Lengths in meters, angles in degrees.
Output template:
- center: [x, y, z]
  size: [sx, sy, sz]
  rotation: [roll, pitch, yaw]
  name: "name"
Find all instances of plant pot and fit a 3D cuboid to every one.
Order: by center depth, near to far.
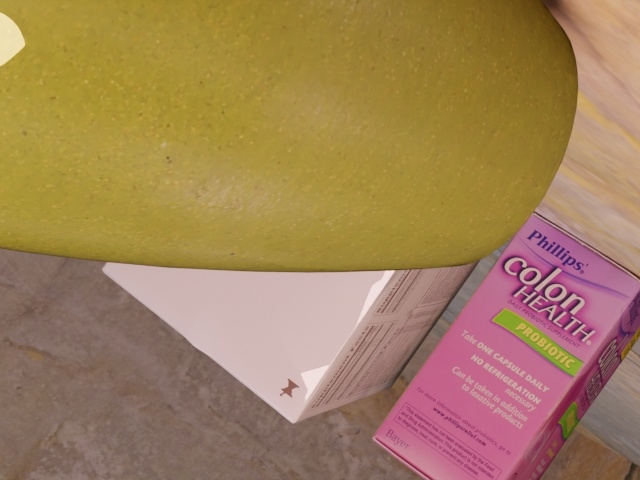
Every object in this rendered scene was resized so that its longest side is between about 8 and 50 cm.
- center: [-0.036, -0.097, 0.625]
  size: [0.293, 0.275, 0.275]
  rotation: [19, -176, -27]
  name: "plant pot"

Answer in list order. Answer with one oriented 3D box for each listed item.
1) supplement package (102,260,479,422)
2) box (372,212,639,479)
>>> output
- center: [0.000, 0.000, 1.123]
  size: [0.199, 0.198, 0.262]
  rotation: [37, -169, 15]
  name: "supplement package"
- center: [0.180, 0.127, 1.244]
  size: [0.117, 0.243, 0.213]
  rotation: [33, 175, 19]
  name: "box"
